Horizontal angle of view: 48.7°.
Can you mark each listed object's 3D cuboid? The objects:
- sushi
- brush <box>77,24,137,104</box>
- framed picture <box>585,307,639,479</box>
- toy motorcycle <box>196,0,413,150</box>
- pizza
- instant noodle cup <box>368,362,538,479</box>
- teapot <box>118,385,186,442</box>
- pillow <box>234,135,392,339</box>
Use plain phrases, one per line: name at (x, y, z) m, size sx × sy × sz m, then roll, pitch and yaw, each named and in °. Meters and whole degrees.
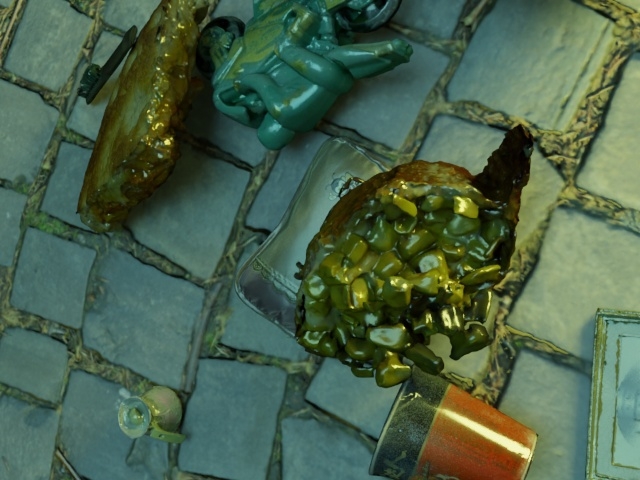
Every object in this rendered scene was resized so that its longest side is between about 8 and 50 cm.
sushi at (0.088, 0.018, 0.696) m, size 0.296 × 0.179 × 0.167 m, roll -25°, pitch 106°, yaw 13°
brush at (-0.284, -0.230, 0.926) m, size 0.190 × 0.027 × 0.034 m, roll -21°, pitch 56°, yaw 53°
framed picture at (0.366, 0.156, 0.640) m, size 0.231 × 0.010 × 0.173 m, roll 3°, pitch 86°, yaw 26°
toy motorcycle at (-0.035, -0.209, 0.811) m, size 0.296 × 0.109 × 0.198 m, roll -15°, pitch 74°, yaw 33°
pizza at (-0.208, -0.134, 0.855) m, size 0.336 × 0.086 × 0.226 m, roll -61°, pitch 34°, yaw 16°
instant noodle cup at (0.132, 0.201, 0.692) m, size 0.135 × 0.127 × 0.127 m, roll 22°, pitch 94°, yaw 16°
teapot at (-0.206, 0.220, 0.872) m, size 0.083 × 0.064 × 0.064 m, roll 39°, pitch 102°, yaw 23°
pillow at (0.000, 0.000, 0.814) m, size 0.130 × 0.038 × 0.233 m, roll 36°, pitch 98°, yaw 19°
